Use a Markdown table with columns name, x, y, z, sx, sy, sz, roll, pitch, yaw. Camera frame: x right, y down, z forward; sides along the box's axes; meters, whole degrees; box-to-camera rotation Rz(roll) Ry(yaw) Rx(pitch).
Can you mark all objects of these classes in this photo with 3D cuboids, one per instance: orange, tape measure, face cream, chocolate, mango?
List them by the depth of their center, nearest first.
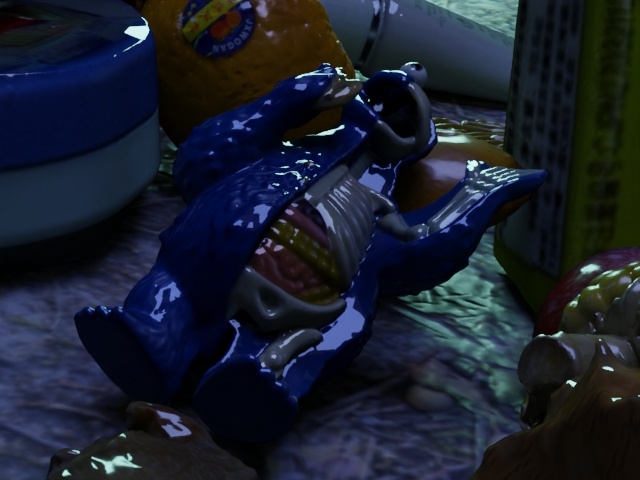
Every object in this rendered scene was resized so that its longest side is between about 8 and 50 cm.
| name | x | y | z | sx | sy | sz | roll | pitch | yaw |
| --- | --- | --- | --- | --- | --- | --- | --- | --- | --- |
| mango | 0.050 | -0.034 | 0.783 | 0.159 | 0.084 | 0.105 | -16 | 2 | 36 |
| tape measure | -0.236 | -0.087 | 0.795 | 0.262 | 0.138 | 0.259 | 15 | 27 | 12 |
| chocolate | 0.263 | -0.098 | 0.806 | 0.289 | 0.300 | 0.137 | -3 | 15 | -23 |
| orange | -0.057 | -0.129 | 0.894 | 0.155 | 0.177 | 0.177 | -39 | 35 | 1 |
| face cream | 0.136 | -0.183 | 1.182 | 0.315 | 0.089 | 0.143 | 12 | 24 | -12 |

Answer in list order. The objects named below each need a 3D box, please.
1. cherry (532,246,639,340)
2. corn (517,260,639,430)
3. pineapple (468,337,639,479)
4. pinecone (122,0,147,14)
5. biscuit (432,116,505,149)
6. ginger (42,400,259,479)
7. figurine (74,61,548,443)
| name | x | y | z | sx | sy | sz | roll | pitch | yaw |
| --- | --- | --- | --- | --- | --- | --- | --- | --- | --- |
| cherry | 0.157 | 0.085 | 0.643 | 0.107 | 0.090 | 0.225 | 31 | 47 | -1 |
| corn | 0.219 | 0.079 | 0.569 | 0.322 | 0.119 | 0.119 | 15 | 18 | -36 |
| pineapple | 0.227 | 0.135 | 0.411 | 0.357 | 0.222 | 0.223 | 2 | 26 | -28 |
| pinecone | -0.143 | -0.203 | 1.055 | 0.174 | 0.173 | 0.173 | 7 | 26 | -3 |
| biscuit | 0.138 | -0.071 | 1.001 | 0.229 | 0.031 | 0.176 | -12 | 34 | -36 |
| ginger | -0.123 | 0.140 | 0.447 | 0.122 | 0.084 | 0.290 | 47 | 36 | 20 |
| figurine | -0.009 | 0.000 | 0.671 | 0.164 | 0.120 | 0.262 | 40 | 60 | 19 |
